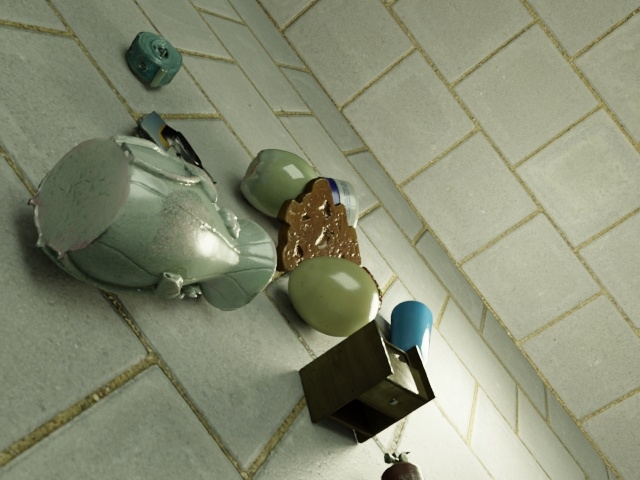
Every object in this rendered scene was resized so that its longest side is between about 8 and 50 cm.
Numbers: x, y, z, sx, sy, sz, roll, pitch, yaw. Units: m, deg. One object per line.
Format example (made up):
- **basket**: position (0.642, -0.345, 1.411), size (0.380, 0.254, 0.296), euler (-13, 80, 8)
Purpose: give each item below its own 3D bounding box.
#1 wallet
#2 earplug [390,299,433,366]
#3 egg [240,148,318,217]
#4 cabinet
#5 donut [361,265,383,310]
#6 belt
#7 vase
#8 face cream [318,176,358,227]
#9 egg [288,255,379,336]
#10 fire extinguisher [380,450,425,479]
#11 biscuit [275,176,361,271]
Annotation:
- **wallet**: position (-0.334, -0.194, 1.597), size (0.231, 0.069, 0.170), euler (49, 14, -13)
- **earplug**: position (0.264, 0.299, 2.032), size (0.132, 0.132, 0.273), euler (48, 23, -13)
- **egg**: position (-0.097, -0.145, 1.859), size (0.217, 0.183, 0.183), euler (28, 27, -18)
- **cabinet**: position (0.101, 0.310, 1.481), size (0.175, 0.215, 0.148), euler (36, 25, -40)
- **donut**: position (0.090, 0.130, 1.959), size (0.230, 0.096, 0.216), euler (45, 20, -22)
- **belt**: position (-0.441, -0.477, 1.822), size (0.147, 0.082, 0.163), euler (42, 26, 1)
- **vase**: position (-0.257, -0.009, 1.199), size (0.445, 0.250, 0.250), euler (33, 27, -58)
- **face cream**: position (0.024, -0.075, 1.969), size (0.111, 0.206, 0.206), euler (10, 39, -23)
- **egg**: position (0.029, 0.133, 1.674), size (0.254, 0.188, 0.188), euler (29, 29, -32)
- **fire extinguisher**: position (0.188, 0.553, 1.435), size (0.105, 0.105, 0.269), euler (38, 25, -37)
- **biscuit**: position (-0.001, 0.000, 1.814), size (0.301, 0.043, 0.278), euler (42, 67, -32)
